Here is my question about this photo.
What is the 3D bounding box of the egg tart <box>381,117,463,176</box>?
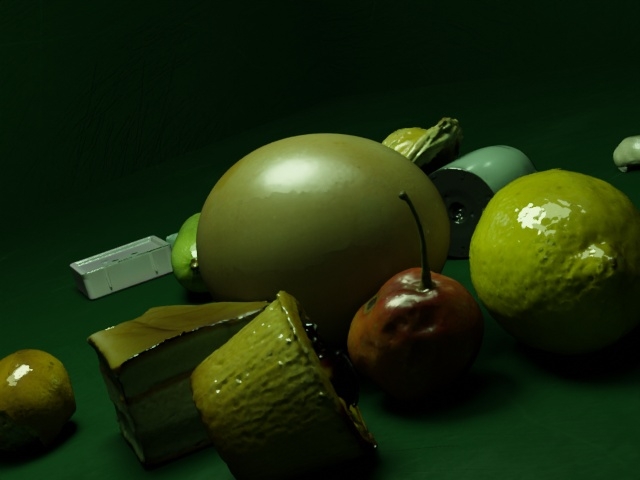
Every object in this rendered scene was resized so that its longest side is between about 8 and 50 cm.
[{"bbox_3d":[0.149,-0.108,1.994,0.118,0.288,0.288,38,38,18],"label":"egg tart"}]

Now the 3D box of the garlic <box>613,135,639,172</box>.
[{"bbox_3d":[0.639,-0.177,2.177,0.084,0.066,0.152,-22,13,-35],"label":"garlic"}]

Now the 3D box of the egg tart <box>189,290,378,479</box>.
[{"bbox_3d":[-0.041,0.174,1.247,0.171,0.215,0.215,-29,14,2],"label":"egg tart"}]

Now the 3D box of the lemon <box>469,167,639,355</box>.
[{"bbox_3d":[0.302,0.026,1.385,0.236,0.235,0.263,-9,13,21],"label":"lemon"}]

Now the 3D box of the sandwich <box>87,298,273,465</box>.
[{"bbox_3d":[-0.171,0.166,1.474,0.228,0.155,0.198,-19,15,-18],"label":"sandwich"}]

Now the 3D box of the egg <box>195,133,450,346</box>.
[{"bbox_3d":[0.000,0.000,1.542,0.374,0.301,0.301,-11,13,41],"label":"egg"}]

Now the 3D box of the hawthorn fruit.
[{"bbox_3d":[0.123,0.062,1.331,0.165,0.285,0.165,4,33,-3],"label":"hawthorn fruit"}]

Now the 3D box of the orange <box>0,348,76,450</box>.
[{"bbox_3d":[-0.417,0.230,1.563,0.156,0.134,0.156,-53,15,21],"label":"orange"}]

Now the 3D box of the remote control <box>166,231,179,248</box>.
[{"bbox_3d":[-0.257,0.005,2.423,0.104,0.052,0.247,-18,12,-32],"label":"remote control"}]

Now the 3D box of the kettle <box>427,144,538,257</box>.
[{"bbox_3d":[0.314,-0.076,1.956,0.221,0.161,0.236,9,21,29],"label":"kettle"}]

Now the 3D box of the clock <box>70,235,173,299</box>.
[{"bbox_3d":[-0.420,0.057,2.356,0.197,0.063,0.150,-20,15,-20],"label":"clock"}]

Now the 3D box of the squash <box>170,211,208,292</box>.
[{"bbox_3d":[-0.223,0.032,2.122,0.133,0.132,0.247,-14,15,4],"label":"squash"}]
